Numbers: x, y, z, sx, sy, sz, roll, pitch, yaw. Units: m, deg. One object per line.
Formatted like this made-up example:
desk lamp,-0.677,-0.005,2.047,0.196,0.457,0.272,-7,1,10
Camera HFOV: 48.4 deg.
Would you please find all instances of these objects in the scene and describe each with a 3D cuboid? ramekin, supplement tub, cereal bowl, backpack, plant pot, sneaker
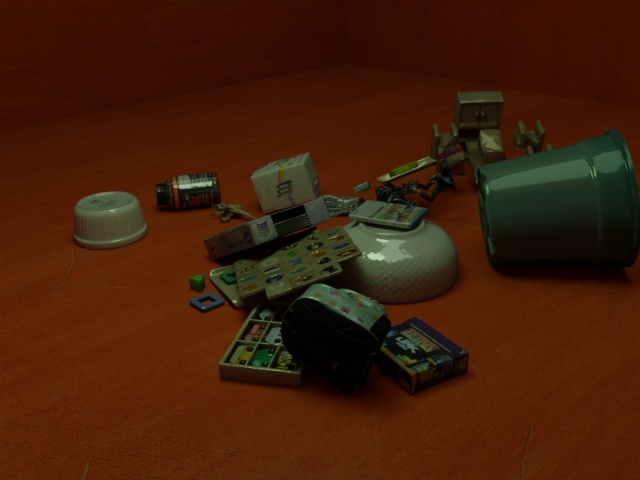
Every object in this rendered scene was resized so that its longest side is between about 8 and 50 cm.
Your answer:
ramekin,-0.609,-0.064,2.045,0.207,0.109,0.207,-2,24,1
supplement tub,-0.418,-0.154,2.242,0.197,0.106,0.106,-8,24,-11
cereal bowl,0.175,0.017,1.766,0.339,0.141,0.339,-2,23,1
backpack,0.026,0.170,1.349,0.188,0.166,0.144,25,33,8
plant pot,0.572,-0.084,1.770,0.334,0.341,0.341,-7,23,8
sneaker,0.069,-0.106,2.172,0.166,0.065,0.076,6,8,11

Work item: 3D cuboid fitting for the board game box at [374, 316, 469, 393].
board game box,0.184,0.223,1.408,0.141,0.048,0.170,-16,28,-27

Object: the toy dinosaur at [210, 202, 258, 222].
toy dinosaur,-0.271,-0.093,2.155,0.183,0.053,0.092,19,30,40

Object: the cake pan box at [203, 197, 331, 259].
cake pan box,-0.138,-0.030,1.852,0.245,0.070,0.267,-23,3,-37

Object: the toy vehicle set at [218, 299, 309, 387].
toy vehicle set,-0.087,0.207,1.478,0.166,0.035,0.267,4,24,12

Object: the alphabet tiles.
alphabet tiles,-0.061,0.045,1.666,0.285,0.011,0.342,-19,20,-4

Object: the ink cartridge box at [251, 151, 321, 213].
ink cartridge box,-0.103,-0.179,2.197,0.176,0.127,0.128,-13,21,12

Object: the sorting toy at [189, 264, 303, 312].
sorting toy,-0.160,0.088,1.741,0.347,0.047,0.196,-13,26,-24

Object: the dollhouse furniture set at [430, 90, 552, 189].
dollhouse furniture set,0.557,-0.294,2.438,0.362,0.256,0.394,-2,45,1

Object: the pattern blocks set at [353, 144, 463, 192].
pattern blocks set,0.261,-0.209,2.129,0.324,0.026,0.285,-22,0,21

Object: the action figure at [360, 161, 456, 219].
action figure,0.261,-0.113,2.069,0.275,0.141,0.164,-25,29,14

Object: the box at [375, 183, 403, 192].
box,0.230,-0.162,2.315,0.067,0.018,0.083,-21,31,-38

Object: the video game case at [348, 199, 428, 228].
video game case,0.168,-0.066,1.760,0.166,0.015,0.119,9,25,26
